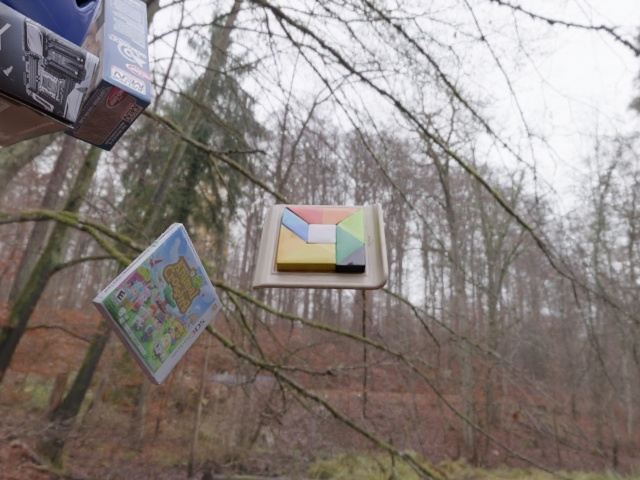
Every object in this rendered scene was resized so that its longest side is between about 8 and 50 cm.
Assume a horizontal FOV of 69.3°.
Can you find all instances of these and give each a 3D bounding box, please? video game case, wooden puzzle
[{"bbox_3d":[-0.264,0.110,0.799,0.023,0.193,0.213,9,-46,27],"label":"video game case"},{"bbox_3d":[0.000,0.000,0.861,0.238,0.221,0.044,-3,-47,5],"label":"wooden puzzle"}]

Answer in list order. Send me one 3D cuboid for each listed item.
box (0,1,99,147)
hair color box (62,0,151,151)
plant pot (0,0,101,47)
[{"bbox_3d":[-0.398,-0.185,0.453,0.307,0.077,0.242,7,-12,45],"label":"box"},{"bbox_3d":[-0.466,-0.388,1.013,0.173,0.347,0.105,-35,-35,29],"label":"hair color box"},{"bbox_3d":[-0.352,-0.345,0.461,0.235,0.212,0.236,16,-19,24],"label":"plant pot"}]
